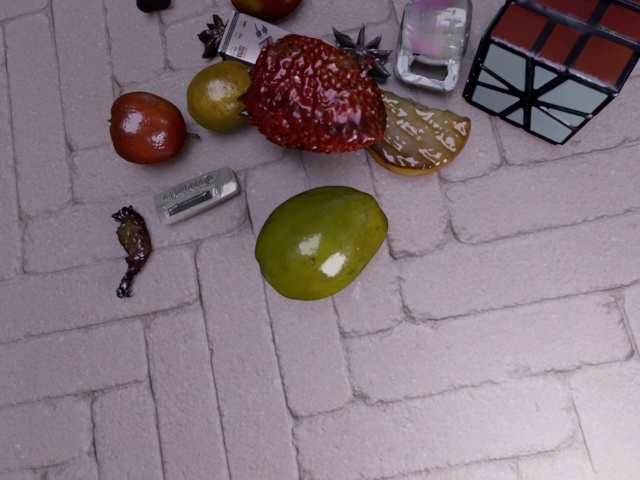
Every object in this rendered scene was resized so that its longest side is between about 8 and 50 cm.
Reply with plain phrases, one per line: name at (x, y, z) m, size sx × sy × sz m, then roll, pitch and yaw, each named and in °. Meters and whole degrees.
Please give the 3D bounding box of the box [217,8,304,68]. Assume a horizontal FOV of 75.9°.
box at (-0.143, -0.525, 1.121) m, size 0.248 × 0.033 × 0.129 m, roll 18°, pitch 84°, yaw -5°

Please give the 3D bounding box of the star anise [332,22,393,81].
star anise at (0.099, -0.485, 1.099) m, size 0.205 × 0.061 × 0.180 m, roll 26°, pitch 73°, yaw 5°

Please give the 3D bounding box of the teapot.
teapot at (0.283, -0.510, 1.055) m, size 0.179 × 0.221 × 0.163 m, roll 6°, pitch 38°, yaw 12°

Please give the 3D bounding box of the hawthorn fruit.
hawthorn fruit at (-0.438, -0.292, 1.091) m, size 0.226 × 0.197 × 0.196 m, roll 5°, pitch 81°, yaw -18°

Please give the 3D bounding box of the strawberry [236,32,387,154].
strawberry at (0.003, -0.344, 0.966) m, size 0.344 × 0.292 × 0.291 m, roll 11°, pitch 83°, yaw 26°

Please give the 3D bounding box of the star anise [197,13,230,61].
star anise at (-0.271, -0.576, 1.159) m, size 0.168 × 0.057 × 0.167 m, roll -1°, pitch 82°, yaw 7°

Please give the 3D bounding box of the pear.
pear at (0.000, 0.000, 0.946) m, size 0.307 × 0.253 × 0.252 m, roll -39°, pitch 79°, yaw -2°

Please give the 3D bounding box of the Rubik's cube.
Rubik's cube at (0.531, -0.430, 0.922) m, size 0.294 × 0.288 × 0.283 m, roll 35°, pitch 90°, yaw 11°

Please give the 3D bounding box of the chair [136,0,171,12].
chair at (-0.476, -0.773, 1.198) m, size 0.096 × 0.104 × 0.221 m, roll 4°, pitch 79°, yaw -10°

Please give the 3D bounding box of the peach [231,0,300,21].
peach at (-0.156, -0.706, 1.131) m, size 0.196 × 0.226 × 0.189 m, roll -39°, pitch 115°, yaw -33°

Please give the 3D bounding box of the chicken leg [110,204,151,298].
chicken leg at (-0.509, 0.029, 1.102) m, size 0.106 × 0.051 × 0.252 m, roll -4°, pitch 82°, yaw 12°

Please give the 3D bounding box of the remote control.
remote control at (-0.329, -0.120, 1.102) m, size 0.231 × 0.049 × 0.090 m, roll -22°, pitch 80°, yaw 2°

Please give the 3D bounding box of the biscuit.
biscuit at (0.220, -0.269, 1.040) m, size 0.274 × 0.091 × 0.213 m, roll 30°, pitch 83°, yaw 8°

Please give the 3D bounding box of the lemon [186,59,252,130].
lemon at (-0.249, -0.379, 1.075) m, size 0.208 × 0.170 × 0.169 m, roll -27°, pitch 80°, yaw -2°
